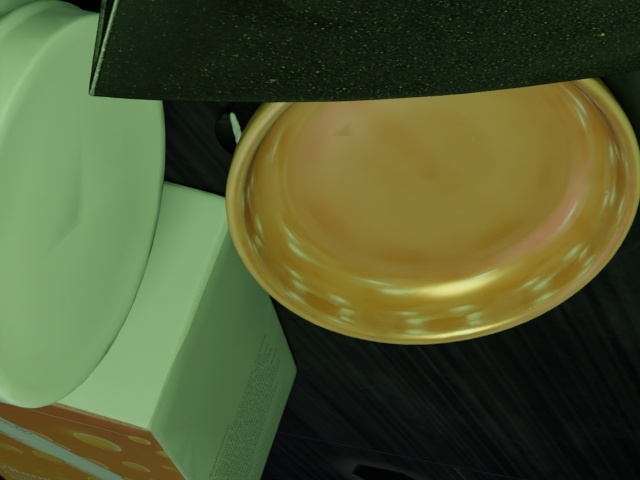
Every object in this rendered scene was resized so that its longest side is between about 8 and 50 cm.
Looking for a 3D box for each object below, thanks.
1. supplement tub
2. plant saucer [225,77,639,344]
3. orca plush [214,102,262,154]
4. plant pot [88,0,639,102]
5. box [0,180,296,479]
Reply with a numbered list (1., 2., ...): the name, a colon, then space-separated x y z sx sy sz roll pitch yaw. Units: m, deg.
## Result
1. supplement tub: -0.270 -0.045 0.769 0.325 0.235 0.235 12 158 17
2. plant saucer: 0.054 -0.028 0.714 0.200 0.037 0.200 -1 134 -1
3. orca plush: 0.000 0.000 0.837 0.151 0.102 0.287 16 159 6
4. plant pot: 0.045 -0.140 0.375 0.167 0.187 0.188 9 161 -12
5. box: -0.160 0.088 1.097 0.215 0.168 0.345 14 158 13
